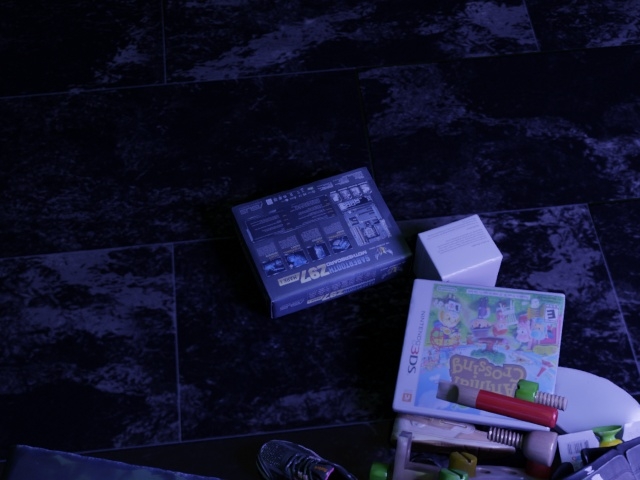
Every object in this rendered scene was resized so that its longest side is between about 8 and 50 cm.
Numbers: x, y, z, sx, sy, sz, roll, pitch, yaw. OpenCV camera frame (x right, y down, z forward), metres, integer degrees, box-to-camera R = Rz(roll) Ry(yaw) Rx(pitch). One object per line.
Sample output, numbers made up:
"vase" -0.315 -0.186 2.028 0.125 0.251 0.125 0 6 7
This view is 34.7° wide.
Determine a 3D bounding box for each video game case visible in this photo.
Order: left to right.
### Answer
"video game case" 0.217 0.154 1.402 0.212 0.023 0.193 6 68 16

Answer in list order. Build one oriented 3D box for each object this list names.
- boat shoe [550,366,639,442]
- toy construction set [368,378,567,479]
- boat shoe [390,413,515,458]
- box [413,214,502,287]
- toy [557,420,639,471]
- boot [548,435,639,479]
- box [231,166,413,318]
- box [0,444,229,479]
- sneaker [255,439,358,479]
"boat shoe" 0.320 0.225 1.416 0.268 0.088 0.096 16 76 17
"toy construction set" 0.161 0.292 1.257 0.237 0.308 0.257 13 31 20
"boat shoe" 0.183 0.261 1.406 0.170 0.063 0.059 6 63 5
"box" 0.203 0.034 1.531 0.101 0.102 0.087 -19 57 -13
"toy" 0.385 0.354 1.324 0.137 0.056 0.237 -9 92 -5
"boot" 0.419 0.334 1.218 0.338 0.118 0.222 6 58 -50
"box" 0.000 0.000 1.578 0.233 0.059 0.183 -19 59 -13
"box" -0.184 0.520 0.989 0.297 0.480 0.471 10 57 6
"sneaker" -0.002 0.311 1.364 0.178 0.077 0.072 23 59 15
